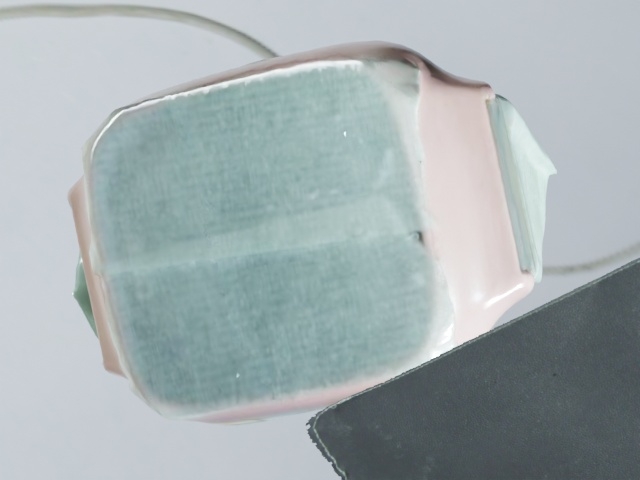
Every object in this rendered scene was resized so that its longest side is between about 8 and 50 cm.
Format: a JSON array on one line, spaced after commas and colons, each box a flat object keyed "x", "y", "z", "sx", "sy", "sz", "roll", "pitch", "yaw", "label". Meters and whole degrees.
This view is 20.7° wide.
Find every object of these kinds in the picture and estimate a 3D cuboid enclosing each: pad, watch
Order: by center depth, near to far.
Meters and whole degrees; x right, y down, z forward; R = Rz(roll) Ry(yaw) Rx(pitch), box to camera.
[{"x": 0.101, "y": 0.047, "z": 0.374, "sx": 0.193, "sy": 0.004, "sz": 0.116, "roll": -29, "pitch": 104, "yaw": 28, "label": "pad"}, {"x": 0.000, "y": 0.000, "z": 0.883, "sx": 0.253, "sy": 0.241, "sz": 0.161, "roll": -10, "pitch": 88, "yaw": 22, "label": "watch"}]
